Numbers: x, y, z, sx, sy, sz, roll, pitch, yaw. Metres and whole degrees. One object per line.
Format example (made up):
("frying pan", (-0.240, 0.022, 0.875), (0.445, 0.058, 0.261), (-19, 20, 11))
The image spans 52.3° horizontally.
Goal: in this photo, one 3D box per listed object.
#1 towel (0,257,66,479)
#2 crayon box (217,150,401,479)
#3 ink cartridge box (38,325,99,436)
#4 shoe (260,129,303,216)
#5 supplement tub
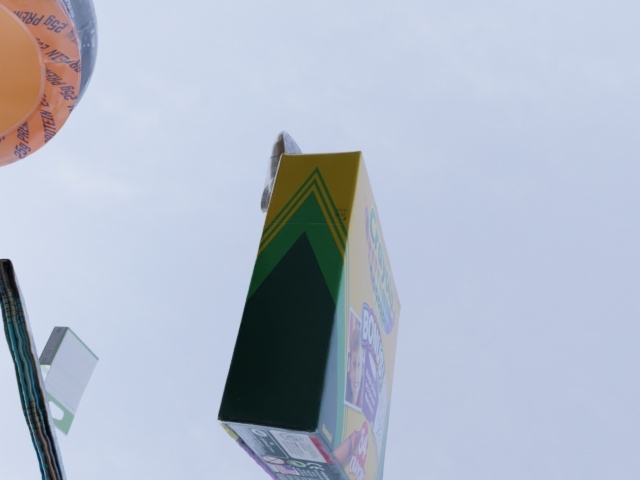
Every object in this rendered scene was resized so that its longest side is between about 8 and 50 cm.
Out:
("towel", (-0.424, 0.234, 0.963), (0.040, 0.271, 0.371), (-13, -103, -25))
("crayon box", (0.016, 0.129, 0.782), (0.106, 0.363, 0.313), (2, -123, 16))
("ink cartridge box", (-0.684, 0.369, 1.718), (0.056, 0.171, 0.235), (-1, -130, 17))
("shoe", (-0.063, -0.109, 1.041), (0.058, 0.077, 0.219), (-28, -149, 16))
("supplement tub", (-0.308, -0.207, 0.557), (0.207, 0.207, 0.338), (-32, -138, -4))
